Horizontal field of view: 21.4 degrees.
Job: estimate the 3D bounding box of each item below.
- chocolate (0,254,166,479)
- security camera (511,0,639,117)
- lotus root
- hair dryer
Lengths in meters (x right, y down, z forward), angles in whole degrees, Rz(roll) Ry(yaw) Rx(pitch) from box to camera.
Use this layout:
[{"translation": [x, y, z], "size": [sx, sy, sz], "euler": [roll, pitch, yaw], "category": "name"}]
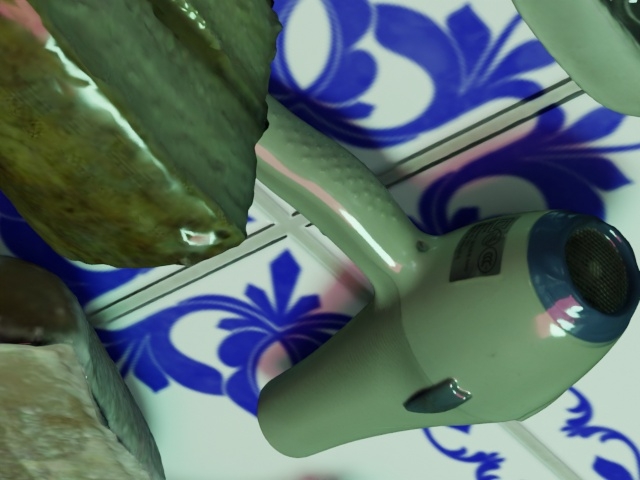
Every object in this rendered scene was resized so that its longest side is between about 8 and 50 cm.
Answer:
[{"translation": [-0.204, 0.101, 1.091], "size": [0.185, 0.100, 0.303], "euler": [-3, 145, 6], "category": "chocolate"}, {"translation": [0.212, -0.084, 0.827], "size": [0.157, 0.080, 0.301], "euler": [-23, 131, 31], "category": "security camera"}, {"translation": [-0.130, -0.158, 0.647], "size": [0.149, 0.267, 0.260], "euler": [-13, 142, 26], "category": "lotus root"}, {"translation": [0.006, 0.031, 0.998], "size": [0.298, 0.119, 0.296], "euler": [30, 141, 2], "category": "hair dryer"}]
